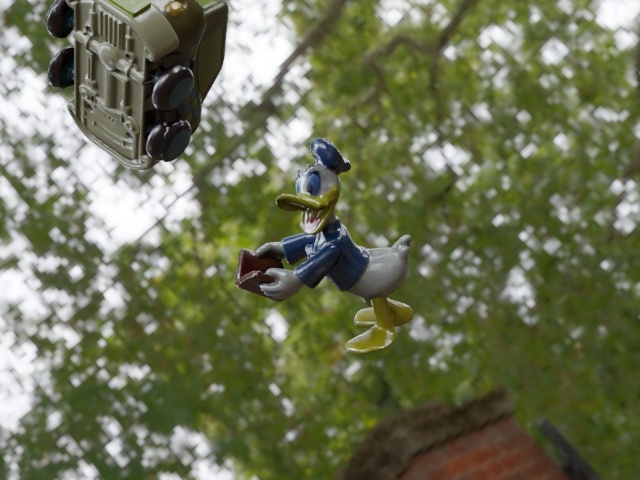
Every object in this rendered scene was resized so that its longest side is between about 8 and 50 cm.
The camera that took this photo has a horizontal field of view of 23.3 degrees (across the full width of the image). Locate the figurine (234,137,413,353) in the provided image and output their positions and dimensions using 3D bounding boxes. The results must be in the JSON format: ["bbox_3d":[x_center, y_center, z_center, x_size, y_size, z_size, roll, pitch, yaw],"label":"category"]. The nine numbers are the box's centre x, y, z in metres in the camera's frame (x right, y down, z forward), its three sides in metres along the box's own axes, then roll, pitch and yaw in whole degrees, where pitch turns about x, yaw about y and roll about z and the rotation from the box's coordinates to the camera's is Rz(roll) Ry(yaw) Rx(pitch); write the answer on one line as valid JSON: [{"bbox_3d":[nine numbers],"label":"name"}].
[{"bbox_3d":[0.000,0.000,2.460,0.283,0.338,0.204,-6,17,-1],"label":"figurine"}]

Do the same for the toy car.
[{"bbox_3d":[-0.197,-0.228,1.877,0.198,0.204,0.248,-40,-26,-35],"label":"toy car"}]
